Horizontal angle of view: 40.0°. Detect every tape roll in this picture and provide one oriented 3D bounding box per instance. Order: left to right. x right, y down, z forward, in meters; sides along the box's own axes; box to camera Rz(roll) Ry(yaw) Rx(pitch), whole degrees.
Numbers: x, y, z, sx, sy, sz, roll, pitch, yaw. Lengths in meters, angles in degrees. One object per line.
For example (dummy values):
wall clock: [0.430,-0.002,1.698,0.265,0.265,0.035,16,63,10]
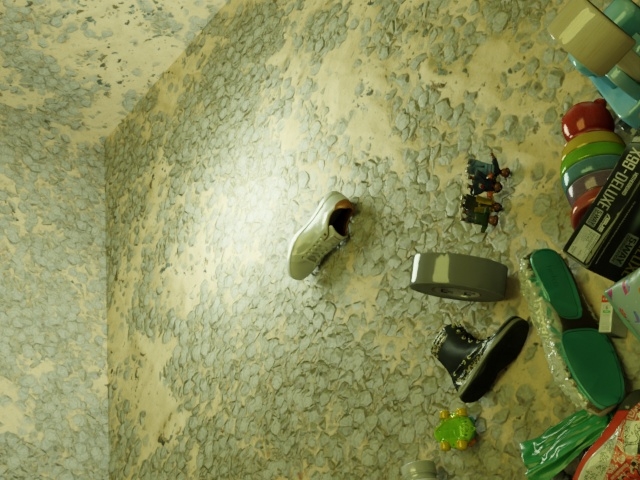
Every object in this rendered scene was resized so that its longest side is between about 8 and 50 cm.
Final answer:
tape roll: [0.317,0.086,2.024,0.219,0.219,0.072,-4,73,51]

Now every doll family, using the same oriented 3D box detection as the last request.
doll family: [0.396,-0.116,2.112,0.076,0.111,0.192,-105,24,-84]

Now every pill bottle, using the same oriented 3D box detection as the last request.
pill bottle: [0.239,0.601,1.984,0.108,0.108,0.193,-38,47,36]

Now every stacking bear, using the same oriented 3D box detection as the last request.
stacking bear: [0.584,-0.168,1.864,0.175,0.164,0.289,-33,46,39]

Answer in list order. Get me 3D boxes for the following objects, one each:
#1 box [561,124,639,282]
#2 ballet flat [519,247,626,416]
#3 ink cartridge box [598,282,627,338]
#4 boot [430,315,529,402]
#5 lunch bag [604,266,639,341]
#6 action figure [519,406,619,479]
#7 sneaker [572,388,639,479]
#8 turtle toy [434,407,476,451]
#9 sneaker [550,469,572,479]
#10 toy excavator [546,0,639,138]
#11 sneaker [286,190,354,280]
box: [0.630,-0.060,1.678,0.307,0.242,0.076,-61,38,12]
ballet flat: [0.513,0.200,1.831,0.147,0.147,0.408,-41,43,33]
ink cartridge box: [0.595,0.137,1.781,0.029,0.063,0.115,-7,69,48]
boot: [0.357,0.232,2.021,0.236,0.085,0.178,-57,37,17]
lunch bag: [0.659,0.141,1.539,0.262,0.160,0.223,58,167,14]
action figure: [0.511,0.397,1.759,0.232,0.063,0.137,-40,25,19]
sneaker: [0.583,0.425,1.646,0.270,0.090,0.145,-61,35,8]
turtle toy: [0.306,0.436,2.008,0.130,0.066,0.095,-20,59,46]
sneaker: [0.474,0.513,1.786,0.098,0.038,0.069,-60,37,14]
toy excavator: [0.564,-0.352,1.660,0.222,0.445,0.433,-50,24,26]
sneaker: [0.000,0.000,2.551,0.290,0.106,0.123,-61,35,10]
